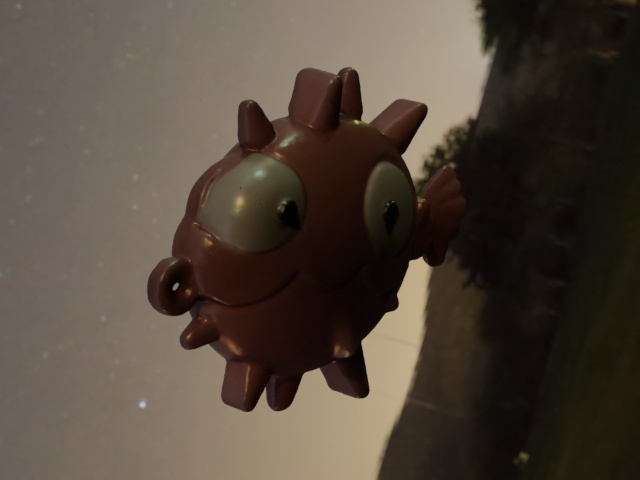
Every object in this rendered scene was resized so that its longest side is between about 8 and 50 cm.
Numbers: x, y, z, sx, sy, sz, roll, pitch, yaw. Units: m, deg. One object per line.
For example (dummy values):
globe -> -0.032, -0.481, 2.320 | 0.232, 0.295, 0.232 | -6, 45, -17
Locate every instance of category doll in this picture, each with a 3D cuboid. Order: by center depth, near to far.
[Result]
doll -> 0.000, 0.000, 0.740 | 0.262, 0.093, 0.211 | -6, -73, -46
